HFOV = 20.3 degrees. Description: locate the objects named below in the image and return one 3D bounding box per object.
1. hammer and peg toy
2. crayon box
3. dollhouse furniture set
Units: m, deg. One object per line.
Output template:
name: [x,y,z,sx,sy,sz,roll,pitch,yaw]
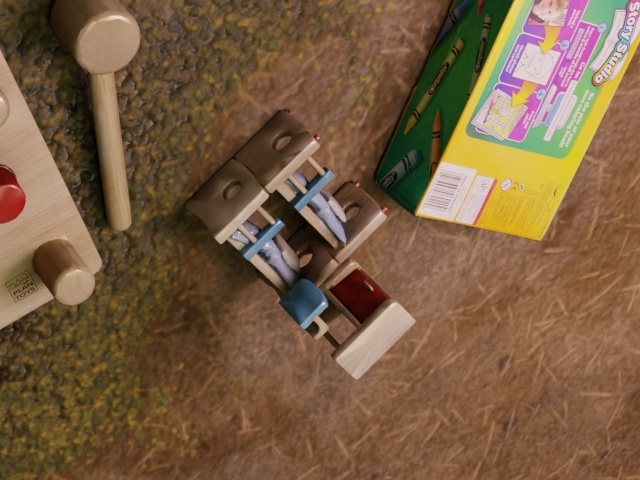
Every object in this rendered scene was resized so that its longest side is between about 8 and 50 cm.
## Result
hammer and peg toy: [-0.275,-0.031,1.412,0.361,0.127,0.266,-30,130,-13]
crayon box: [0.185,-0.146,1.662,0.165,0.081,0.278,11,112,-37]
dollhouse furniture set: [0.000,0.000,1.568,0.129,0.184,0.129,-45,132,0]
